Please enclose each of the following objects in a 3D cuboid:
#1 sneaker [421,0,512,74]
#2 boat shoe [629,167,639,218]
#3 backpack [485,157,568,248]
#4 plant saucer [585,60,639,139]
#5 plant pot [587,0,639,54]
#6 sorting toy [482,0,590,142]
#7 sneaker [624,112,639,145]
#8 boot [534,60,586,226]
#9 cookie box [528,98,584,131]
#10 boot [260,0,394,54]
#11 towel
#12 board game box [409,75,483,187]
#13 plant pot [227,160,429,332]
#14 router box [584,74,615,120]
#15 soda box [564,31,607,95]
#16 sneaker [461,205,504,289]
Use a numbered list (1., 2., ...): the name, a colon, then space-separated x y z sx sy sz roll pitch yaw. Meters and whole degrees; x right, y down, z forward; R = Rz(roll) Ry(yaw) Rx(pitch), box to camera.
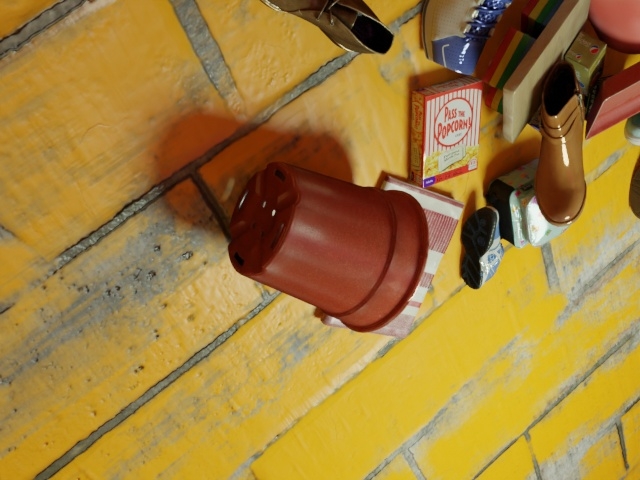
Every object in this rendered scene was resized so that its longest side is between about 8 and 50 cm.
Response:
1. sneaker: 0.296 -0.442 1.408 0.127 0.182 0.316 -2 115 -34
2. boat shoe: 0.866 -0.185 2.010 0.098 0.109 0.302 -16 128 -30
3. backpack: 0.479 -0.087 1.770 0.188 0.144 0.166 -32 124 -22
4. plant saucer: 0.677 -0.328 1.688 0.259 0.048 0.258 -29 165 3
5. plant pot: 0.618 -0.512 1.567 0.275 0.275 0.243 -48 144 -4
6. sorting toy: 0.405 -0.352 1.547 0.255 0.089 0.257 -54 162 -4
7. sneaker: 0.799 -0.381 1.853 0.319 0.127 0.208 -46 135 -19
8. boot: 0.476 -0.190 1.580 0.220 0.109 0.284 50 51 -64
9. cookie box: 0.514 -0.280 1.753 0.091 0.040 0.107 21 101 -41
10. boot: 0.004 -0.385 1.273 0.305 0.115 0.112 23 102 -41
11. towel: 0.151 0.042 1.674 0.237 0.037 0.329 15 103 -38
12. board game box: 0.247 -0.215 1.591 0.146 0.045 0.194 -20 125 -26
13. plant pot: 0.000 0.000 1.402 0.265 0.272 0.273 19 102 -33
14. router box: 0.653 -0.324 1.832 0.122 0.038 0.092 -15 123 -30
15. soda box: 0.536 -0.355 1.632 0.061 0.058 0.181 -58 161 4
16. sneaker: 0.365 0.008 1.789 0.081 0.080 0.211 -25 137 -31
